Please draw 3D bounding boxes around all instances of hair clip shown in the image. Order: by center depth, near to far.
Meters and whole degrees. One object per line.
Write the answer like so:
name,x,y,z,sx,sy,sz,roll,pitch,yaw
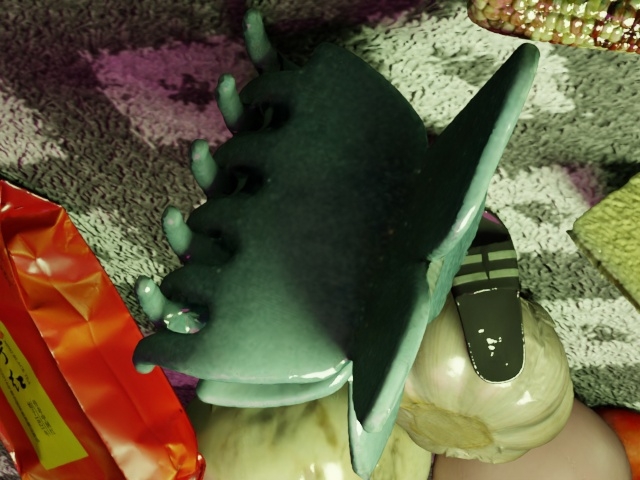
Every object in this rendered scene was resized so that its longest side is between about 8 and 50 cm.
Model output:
hair clip,0.000,0.000,1.415,0.238,0.318,0.392,21,166,4

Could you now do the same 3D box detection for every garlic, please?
garlic,0.156,0.131,1.775,0.227,0.152,0.228,8,147,5

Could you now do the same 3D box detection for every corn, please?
corn,0.231,-0.180,1.278,0.253,0.086,0.086,7,151,2

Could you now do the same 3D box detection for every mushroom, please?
mushroom,-0.020,0.300,1.913,0.314,0.336,0.314,-1,171,0

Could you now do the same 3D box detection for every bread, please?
bread,0.321,0.079,1.544,0.240,0.135,0.178,49,158,20

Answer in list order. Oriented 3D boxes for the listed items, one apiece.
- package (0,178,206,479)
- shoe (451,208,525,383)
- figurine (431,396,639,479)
package,-0.279,0.130,1.798,0.196,0.123,0.424,-24,100,44
shoe,0.159,0.052,1.634,0.071,0.179,0.049,-12,-172,1
figurine,0.236,0.258,1.947,0.269,0.261,0.211,-9,118,32
